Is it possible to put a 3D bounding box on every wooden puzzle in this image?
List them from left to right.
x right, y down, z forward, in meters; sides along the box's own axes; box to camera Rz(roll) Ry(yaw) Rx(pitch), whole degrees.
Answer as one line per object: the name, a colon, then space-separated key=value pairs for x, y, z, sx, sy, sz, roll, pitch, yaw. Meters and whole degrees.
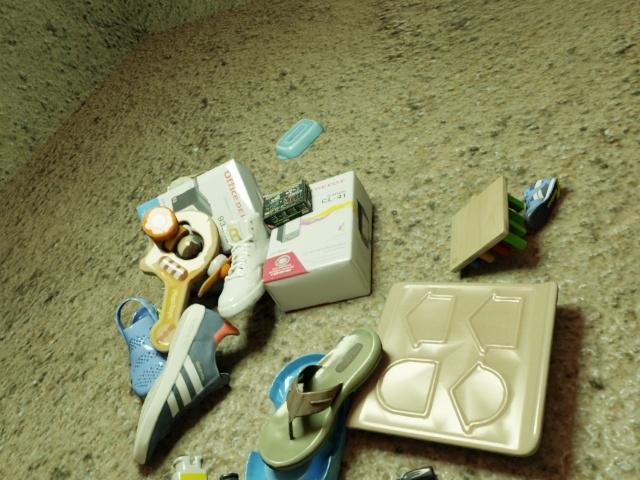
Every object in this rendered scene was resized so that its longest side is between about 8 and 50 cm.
wooden puzzle: x=0.241 y=0.218 z=1.014 sx=0.347 sy=0.081 sz=0.322 roll=-6 pitch=45 yaw=36

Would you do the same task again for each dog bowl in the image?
dog bowl: x=-0.028 y=0.356 z=1.042 sx=0.165 sy=0.074 sz=0.297 roll=-8 pitch=45 yaw=27

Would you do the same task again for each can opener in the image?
can opener: x=-0.296 y=0.140 z=1.473 sx=0.283 sy=0.076 sz=0.095 roll=-6 pitch=77 yaw=28

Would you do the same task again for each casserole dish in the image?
casserole dish: x=-0.074 y=-0.338 z=1.843 sx=0.188 sy=0.037 sz=0.114 roll=-48 pitch=40 yaw=-17

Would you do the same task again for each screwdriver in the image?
screwdriver: x=0.111 y=0.408 z=0.941 sx=0.169 sy=0.024 sz=0.025 roll=-24 pitch=9 yaw=20

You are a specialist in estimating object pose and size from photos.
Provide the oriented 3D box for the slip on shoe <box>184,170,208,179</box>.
slip on shoe: x=-0.424 y=-0.206 z=1.935 sx=0.135 sy=0.052 sz=0.041 roll=-20 pitch=0 yaw=27

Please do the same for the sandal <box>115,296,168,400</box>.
sandal: x=-0.436 y=0.253 z=1.375 sx=0.126 sy=0.138 sz=0.317 roll=-32 pitch=40 yaw=-4

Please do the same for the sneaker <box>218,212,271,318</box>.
sneaker: x=-0.190 y=0.042 z=1.304 sx=0.108 sy=0.169 sz=0.293 roll=-17 pitch=22 yaw=21

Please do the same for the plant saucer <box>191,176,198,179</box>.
plant saucer: x=-0.319 y=-0.182 z=1.769 sx=0.198 sy=0.036 sz=0.198 roll=-7 pitch=1 yaw=0

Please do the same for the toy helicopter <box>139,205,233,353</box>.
toy helicopter: x=-0.323 y=0.096 z=1.359 sx=0.234 sy=0.140 sz=0.356 roll=7 pitch=71 yaw=-1

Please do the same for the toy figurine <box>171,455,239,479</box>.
toy figurine: x=-0.236 y=0.479 z=0.943 sx=0.209 sy=0.213 sz=0.148 roll=-23 pitch=48 yaw=6

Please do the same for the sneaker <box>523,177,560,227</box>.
sneaker: x=0.460 y=-0.079 z=1.201 sx=0.059 sy=0.053 sz=0.144 roll=10 pitch=47 yaw=42

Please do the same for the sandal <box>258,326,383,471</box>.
sandal: x=-0.009 y=0.262 z=1.000 sx=0.120 sy=0.086 sz=0.303 roll=18 pitch=59 yaw=44

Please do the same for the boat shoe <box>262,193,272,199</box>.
boat shoe: x=-0.090 y=-0.098 z=1.579 sx=0.226 sy=0.083 sz=0.075 roll=-4 pitch=15 yaw=35

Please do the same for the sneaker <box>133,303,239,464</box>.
sneaker: x=-0.283 y=0.323 z=1.221 sx=0.350 sy=0.148 sz=0.131 roll=-67 pitch=17 yaw=-8

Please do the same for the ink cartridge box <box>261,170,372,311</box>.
ink cartridge box: x=0.000 y=0.000 z=1.359 sx=0.226 sy=0.131 sz=0.306 roll=-16 pitch=43 yaw=20

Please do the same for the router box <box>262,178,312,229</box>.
router box: x=-0.082 y=-0.089 z=1.375 sx=0.122 sy=0.038 sz=0.092 roll=-23 pitch=39 yaw=16

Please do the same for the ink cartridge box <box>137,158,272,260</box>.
ink cartridge box: x=-0.306 y=-0.048 z=1.530 sx=0.307 sy=0.129 sz=0.223 roll=-25 pitch=79 yaw=9

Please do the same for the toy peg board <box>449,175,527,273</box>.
toy peg board: x=0.353 y=-0.018 z=1.172 sx=0.161 sy=0.079 sz=0.161 roll=-48 pitch=20 yaw=46

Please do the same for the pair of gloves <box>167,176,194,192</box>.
pair of gloves: x=-0.392 y=-0.074 z=1.667 sx=0.204 sy=0.042 sz=0.240 roll=-5 pitch=81 yaw=31
